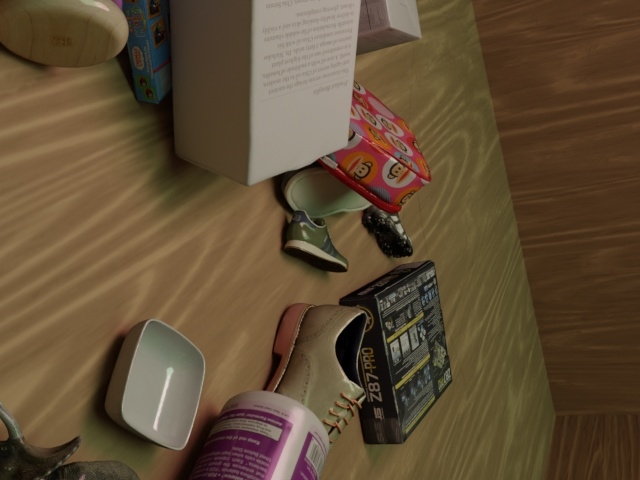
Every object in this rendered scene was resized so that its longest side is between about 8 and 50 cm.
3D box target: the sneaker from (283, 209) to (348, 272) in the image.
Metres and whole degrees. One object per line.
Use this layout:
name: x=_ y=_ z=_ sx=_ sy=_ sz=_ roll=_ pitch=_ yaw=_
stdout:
sneaker: x=0.000 y=0.000 z=1.376 sx=0.192 sy=0.064 sz=0.086 roll=27 pitch=64 yaw=-55

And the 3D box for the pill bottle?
pill bottle: x=-0.105 y=0.361 z=0.960 sx=0.169 sy=0.169 sz=0.301 roll=65 pitch=31 yaw=-31

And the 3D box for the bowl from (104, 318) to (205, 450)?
bowl: x=-0.211 y=0.182 z=0.923 sx=0.142 sy=0.053 sz=0.142 roll=49 pitch=42 yaw=-46

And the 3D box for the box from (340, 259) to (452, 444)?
box: x=0.187 y=0.235 z=1.658 sx=0.395 sy=0.097 sz=0.318 roll=-22 pitch=101 yaw=-63

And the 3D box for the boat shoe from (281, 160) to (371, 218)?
boat shoe: x=0.010 y=-0.116 z=1.432 sx=0.099 sy=0.116 sz=0.319 roll=45 pitch=24 yaw=23

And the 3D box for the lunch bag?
lunch bag: x=0.062 y=-0.203 z=1.355 sx=0.258 sy=0.120 sz=0.293 roll=32 pitch=25 yaw=-28

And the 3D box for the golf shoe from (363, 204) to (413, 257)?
golf shoe: x=0.168 y=-0.033 z=1.712 sx=0.198 sy=0.077 sz=0.094 roll=53 pitch=39 yaw=-47

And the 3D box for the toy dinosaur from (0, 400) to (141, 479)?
toy dinosaur: x=-0.238 y=0.293 z=0.769 sx=0.313 sy=0.121 sz=0.160 roll=44 pitch=59 yaw=-46

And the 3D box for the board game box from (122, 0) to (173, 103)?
board game box: x=-0.212 y=-0.317 z=0.992 sx=0.160 sy=0.039 sz=0.211 roll=-62 pitch=159 yaw=-49

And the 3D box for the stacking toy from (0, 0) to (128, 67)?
stacking toy: x=-0.294 y=-0.373 z=0.830 sx=0.141 sy=0.141 sz=0.330 roll=21 pitch=61 yaw=-61

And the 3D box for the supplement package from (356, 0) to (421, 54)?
supplement package: x=0.071 y=-0.468 z=1.489 sx=0.194 sy=0.203 sz=0.149 roll=-17 pitch=98 yaw=-64

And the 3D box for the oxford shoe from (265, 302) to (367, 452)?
oxford shoe: x=-0.009 y=0.276 z=1.194 sx=0.140 sy=0.147 sz=0.397 roll=48 pitch=43 yaw=-50

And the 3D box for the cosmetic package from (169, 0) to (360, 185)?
cosmetic package: x=-0.070 y=-0.329 z=0.991 sx=0.230 sy=0.161 sz=0.453 roll=-27 pitch=131 yaw=-45
